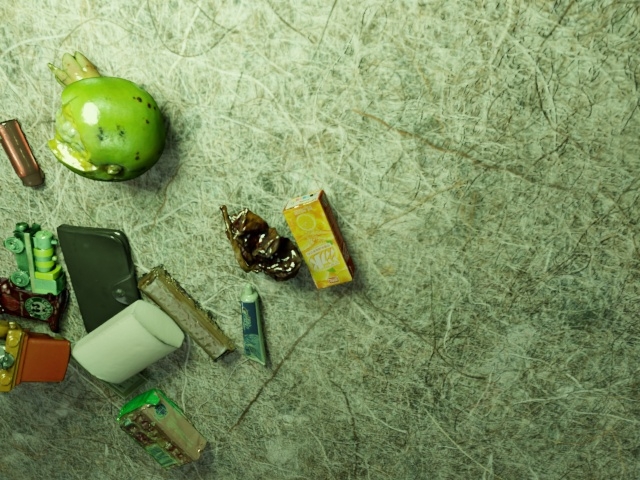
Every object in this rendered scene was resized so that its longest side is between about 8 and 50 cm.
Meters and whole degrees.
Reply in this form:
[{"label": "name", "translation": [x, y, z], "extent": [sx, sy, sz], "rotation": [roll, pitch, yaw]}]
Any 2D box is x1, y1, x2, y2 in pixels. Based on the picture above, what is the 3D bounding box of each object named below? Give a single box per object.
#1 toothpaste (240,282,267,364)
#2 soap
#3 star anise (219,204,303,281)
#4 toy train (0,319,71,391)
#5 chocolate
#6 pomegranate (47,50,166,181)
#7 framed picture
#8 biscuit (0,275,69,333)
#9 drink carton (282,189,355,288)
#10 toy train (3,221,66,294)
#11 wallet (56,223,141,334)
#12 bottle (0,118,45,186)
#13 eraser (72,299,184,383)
[{"label": "toothpaste", "translation": [-0.187, 0.230, 1.323], "extent": [0.069, 0.047, 0.269], "rotation": [-2, 121, -2]}, {"label": "soap", "translation": [-0.512, 0.617, 1.555], "extent": [0.217, 0.098, 0.273], "rotation": [-29, 108, 23]}, {"label": "star anise", "translation": [-0.145, 0.023, 1.150], "extent": [0.220, 0.190, 0.126], "rotation": [31, 78, 11]}, {"label": "toy train", "translation": [-0.841, 0.319, 1.354], "extent": [0.231, 0.164, 0.369], "rotation": [14, 168, -33]}, {"label": "chocolate", "translation": [-0.368, 0.209, 1.333], "extent": [0.102, 0.065, 0.329], "rotation": [-34, 105, 25]}, {"label": "pomegranate", "translation": [-0.465, -0.269, 1.034], "extent": [0.236, 0.235, 0.302], "rotation": [-37, 72, 25]}, {"label": "framed picture", "translation": [-0.661, 0.399, 1.508], "extent": [0.231, 0.010, 0.173], "rotation": [42, 124, -12]}, {"label": "biscuit", "translation": [-0.855, 0.180, 1.408], "extent": [0.235, 0.063, 0.152], "rotation": [15, 120, -6]}, {"label": "drink carton", "translation": [0.000, 0.000, 1.148], "extent": [0.095, 0.071, 0.223], "rotation": [-16, 113, 17]}, {"label": "toy train", "translation": [-0.772, 0.047, 1.319], "extent": [0.132, 0.083, 0.200], "rotation": [7, 119, -6]}, {"label": "wallet", "translation": [-0.598, 0.129, 1.341], "extent": [0.196, 0.051, 0.378], "rotation": [6, 121, 7]}, {"label": "bottle", "translation": [-0.734, -0.211, 1.186], "extent": [0.060, 0.060, 0.165], "rotation": [-6, 116, 13]}, {"label": "eraser", "translation": [-0.536, 0.290, 1.351], "extent": [0.270, 0.095, 0.174], "rotation": [-32, 117, 21]}]
